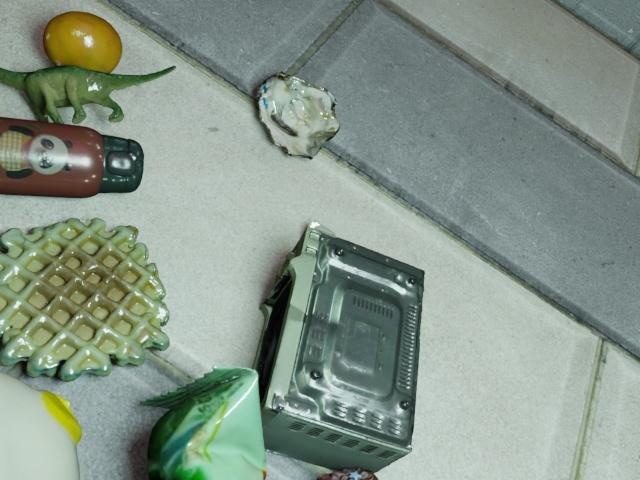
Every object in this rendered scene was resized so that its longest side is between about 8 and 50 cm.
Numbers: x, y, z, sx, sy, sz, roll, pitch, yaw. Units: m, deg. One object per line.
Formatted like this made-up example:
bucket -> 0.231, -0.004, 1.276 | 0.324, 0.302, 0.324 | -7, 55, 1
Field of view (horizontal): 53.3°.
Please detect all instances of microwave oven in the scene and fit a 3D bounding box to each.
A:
microwave oven -> 0.033, 0.192, 1.131 | 0.286, 0.218, 0.355 | 20, 53, -10

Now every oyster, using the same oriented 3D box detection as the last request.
oyster -> -0.062, -0.288, 1.493 | 0.214, 0.083, 0.223 | 29, 57, 0

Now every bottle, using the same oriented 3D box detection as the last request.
bottle -> -0.496, -0.150, 1.164 | 0.335, 0.144, 0.144 | 1, 59, -26

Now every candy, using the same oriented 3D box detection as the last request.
candy -> -0.160, 0.390, 0.883 | 0.171, 0.263, 0.398 | 16, 52, -30

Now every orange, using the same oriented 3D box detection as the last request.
orange -> -0.493, -0.399, 1.323 | 0.156, 0.156, 0.124 | 1, 79, -24

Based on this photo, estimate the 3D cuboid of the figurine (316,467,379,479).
figurine -> 0.004, 0.450, 1.011 | 0.240, 0.116, 0.175 | -22, 70, -34

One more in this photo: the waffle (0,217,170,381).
waffle -> -0.412, 0.093, 1.090 | 0.291, 0.056, 0.309 | -7, 61, -29

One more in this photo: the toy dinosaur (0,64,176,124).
toy dinosaur -> -0.533, -0.341, 1.266 | 0.446, 0.087, 0.301 | -24, 73, -11

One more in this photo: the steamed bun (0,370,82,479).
steamed bun -> -0.454, 0.333, 0.757 | 0.333, 0.334, 0.374 | 2, 63, -23

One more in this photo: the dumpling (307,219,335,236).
dumpling -> 0.001, 0.000, 1.347 | 0.052, 0.076, 0.057 | 23, 64, 36
